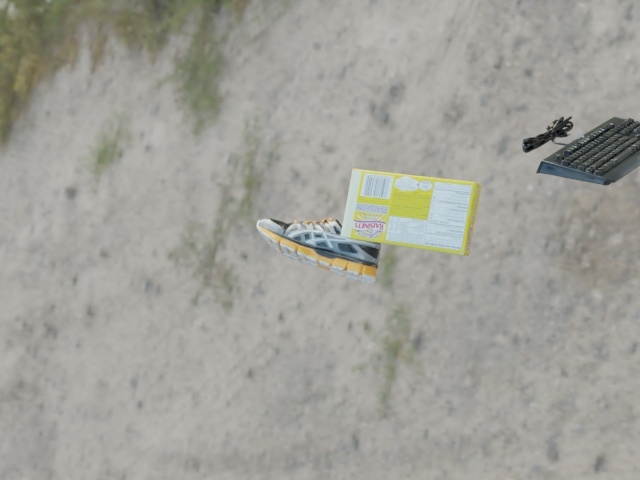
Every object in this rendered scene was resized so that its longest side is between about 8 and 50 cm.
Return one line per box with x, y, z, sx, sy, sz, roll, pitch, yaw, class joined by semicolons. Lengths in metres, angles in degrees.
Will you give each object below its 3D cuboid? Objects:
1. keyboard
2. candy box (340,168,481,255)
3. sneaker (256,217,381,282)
0.422;-0.153;1.998;0.201;0.317;0.033;13;113;29;keyboard
0.129;-0.042;1.833;0.206;0.027;0.105;9;89;32;candy box
0.000;0.000;2.049;0.084;0.215;0.083;67;-137;-77;sneaker
